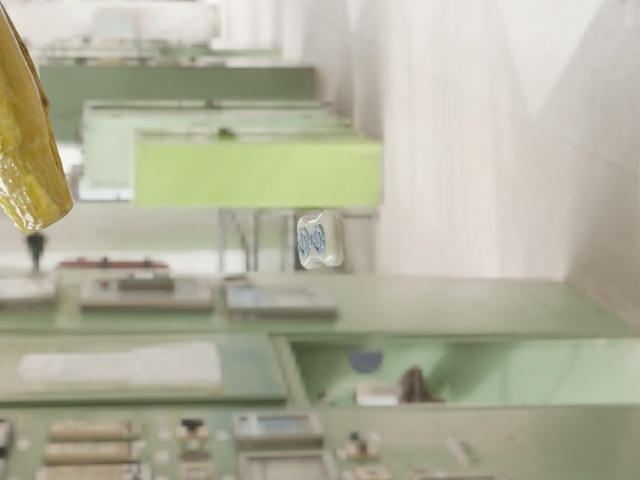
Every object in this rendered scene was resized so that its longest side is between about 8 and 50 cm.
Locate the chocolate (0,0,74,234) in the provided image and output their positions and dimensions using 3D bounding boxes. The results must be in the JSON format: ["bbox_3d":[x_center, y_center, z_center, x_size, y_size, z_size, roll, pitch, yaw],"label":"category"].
[{"bbox_3d":[-0.439,-0.215,1.755,0.162,0.162,0.445,-119,4,-74],"label":"chocolate"}]

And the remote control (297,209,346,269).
[{"bbox_3d":[0.000,0.000,1.886,0.122,0.032,0.074,166,99,-70],"label":"remote control"}]
